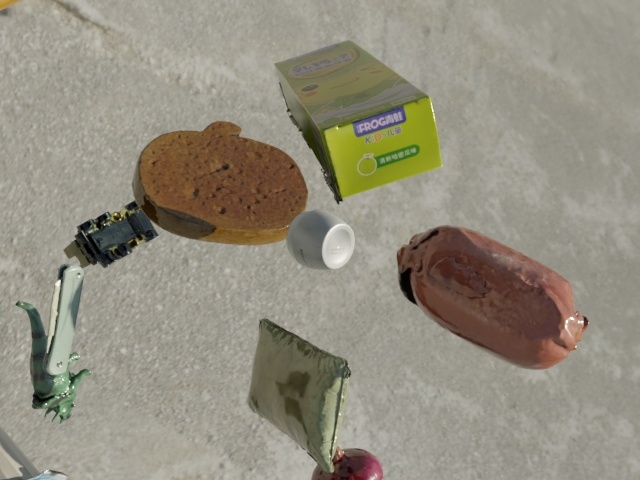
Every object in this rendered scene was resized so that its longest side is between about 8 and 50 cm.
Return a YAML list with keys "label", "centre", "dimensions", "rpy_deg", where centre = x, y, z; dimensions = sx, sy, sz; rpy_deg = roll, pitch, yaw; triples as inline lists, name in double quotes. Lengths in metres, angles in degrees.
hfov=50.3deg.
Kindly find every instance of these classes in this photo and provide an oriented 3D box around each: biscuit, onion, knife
- label: "biscuit"
  centre: [-0.222, -0.132, 1.554]
  dimensions: [0.394, 0.070, 0.350]
  rpy_deg: [10, 50, -17]
- label: "onion"
  centre: [0.043, 0.449, 1.377]
  dimensions: [0.150, 0.150, 0.140]
  rpy_deg: [-20, 95, -43]
- label: "knife"
  centre: [-0.362, 0.111, 0.953]
  dimensions: [0.044, 0.023, 0.162]
  rpy_deg: [-2, 107, -61]

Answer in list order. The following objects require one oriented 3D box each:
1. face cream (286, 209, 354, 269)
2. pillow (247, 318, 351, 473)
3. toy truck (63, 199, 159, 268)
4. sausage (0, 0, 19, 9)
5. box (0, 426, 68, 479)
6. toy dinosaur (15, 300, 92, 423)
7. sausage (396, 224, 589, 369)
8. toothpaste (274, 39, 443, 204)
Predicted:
- label: "face cream"
  centre: [0.000, 0.000, 1.328]
  dimensions: [0.117, 0.104, 0.117]
  rpy_deg: [-17, 114, -42]
- label: "pillow"
  centre: [-0.044, 0.254, 1.161]
  dimensions: [0.075, 0.302, 0.185]
  rpy_deg: [5, 94, -31]
- label: "toy truck"
  centre: [-0.554, -0.011, 1.828]
  dimensions: [0.127, 0.127, 0.257]
  rpy_deg: [59, 34, -6]
- label: "sausage"
  centre: [-0.575, -0.368, 1.040]
  dimensions: [0.328, 0.112, 0.112]
  rpy_deg: [-41, 93, -24]
- label: "box"
  centre: [-0.719, 0.534, 1.459]
  dimensions: [0.206, 0.291, 0.262]
  rpy_deg: [43, 36, 24]
- label: "toy dinosaur"
  centre: [-0.537, 0.249, 1.387]
  dimensions: [0.120, 0.079, 0.292]
  rpy_deg: [-20, 119, -48]
- label: "sausage"
  centre: [0.234, 0.075, 0.958]
  dimensions: [0.279, 0.152, 0.152]
  rpy_deg: [30, 36, 32]
- label: "toothpaste"
  centre: [0.028, -0.148, 0.763]
  dimensions: [0.327, 0.110, 0.077]
  rpy_deg: [-114, -175, -62]
